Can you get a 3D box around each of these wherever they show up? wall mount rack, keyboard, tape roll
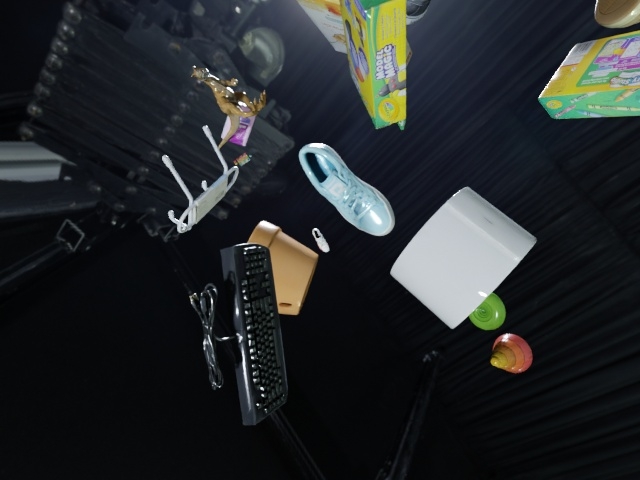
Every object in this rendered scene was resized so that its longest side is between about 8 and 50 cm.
[{"bbox_3d":[-0.425,-0.205,1.444,0.130,0.304,0.350,30,-130,4],"label":"wall mount rack"},{"bbox_3d":[-0.133,0.166,0.736,0.201,0.033,0.317,-9,-89,-55],"label":"keyboard"},{"bbox_3d":[0.286,0.035,0.851,0.169,0.246,0.246,43,-151,18],"label":"tape roll"}]

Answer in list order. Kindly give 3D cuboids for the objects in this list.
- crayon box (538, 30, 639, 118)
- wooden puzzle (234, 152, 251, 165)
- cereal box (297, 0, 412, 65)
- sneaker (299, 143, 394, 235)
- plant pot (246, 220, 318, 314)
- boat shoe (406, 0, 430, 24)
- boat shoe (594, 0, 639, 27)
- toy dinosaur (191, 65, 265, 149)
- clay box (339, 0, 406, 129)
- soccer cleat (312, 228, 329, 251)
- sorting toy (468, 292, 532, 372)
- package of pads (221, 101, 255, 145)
[{"bbox_3d":[0.645,-0.357,0.894,0.081,0.165,0.278,35,180,-25],"label":"crayon box"},{"bbox_3d":[-0.344,-0.360,1.841,0.049,0.083,0.006,51,172,30],"label":"wooden puzzle"},{"bbox_3d":[0.066,-0.401,0.770,0.173,0.047,0.240,27,-171,21],"label":"cereal box"},{"bbox_3d":[0.062,-0.145,1.235,0.366,0.135,0.150,44,-156,11],"label":"sneaker"},{"bbox_3d":[-0.132,0.106,1.297,0.204,0.290,0.291,19,-146,3],"label":"plant pot"},{"bbox_3d":[0.107,-0.575,0.835,0.301,0.108,0.102,46,174,-1],"label":"boat shoe"},{"bbox_3d":[0.463,-0.388,0.500,0.089,0.285,0.104,22,-157,-22],"label":"boat shoe"},{"bbox_3d":[-0.156,-0.239,0.735,0.211,0.112,0.064,74,-152,-67],"label":"toy dinosaur"},{"bbox_3d":[0.072,-0.256,0.567,0.222,0.053,0.127,69,-177,-62],"label":"clay box"},{"bbox_3d":[0.000,0.000,1.288,0.083,0.029,0.035,61,-179,0],"label":"soccer cleat"},{"bbox_3d":[0.506,0.250,1.299,0.126,0.127,0.365,-4,-120,-41],"label":"sorting toy"},{"bbox_3d":[-0.162,-0.235,0.826,0.050,0.083,0.032,11,-150,-30],"label":"package of pads"}]
